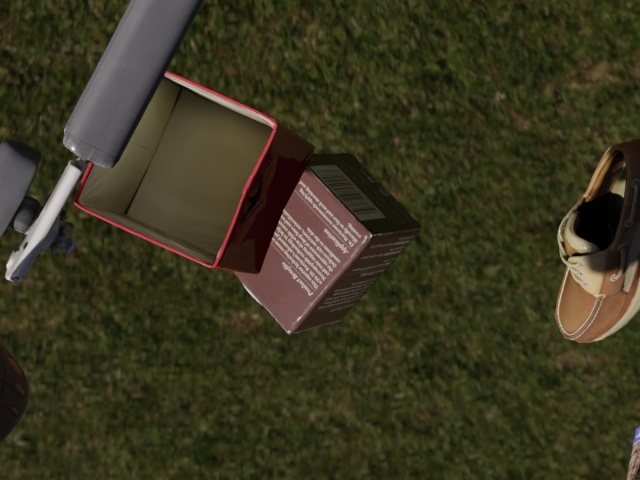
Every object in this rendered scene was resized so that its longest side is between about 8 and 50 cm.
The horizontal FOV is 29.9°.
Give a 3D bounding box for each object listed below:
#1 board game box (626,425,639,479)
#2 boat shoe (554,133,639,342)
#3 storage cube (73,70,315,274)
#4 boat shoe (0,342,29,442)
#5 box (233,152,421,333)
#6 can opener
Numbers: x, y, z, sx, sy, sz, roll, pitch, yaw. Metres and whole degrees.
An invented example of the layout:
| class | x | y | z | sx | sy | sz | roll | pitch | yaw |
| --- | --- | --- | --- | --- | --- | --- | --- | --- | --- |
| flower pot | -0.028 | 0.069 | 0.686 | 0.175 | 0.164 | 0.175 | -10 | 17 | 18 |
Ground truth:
| class | x | y | z | sx | sy | sz | roll | pitch | yaw |
| --- | --- | --- | --- | --- | --- | --- | --- | --- | --- |
| board game box | 0.452 | 0.317 | 1.342 | 0.141 | 0.291 | 0.232 | 28 | 142 | -6 |
| boat shoe | 0.344 | -0.007 | 1.455 | 0.119 | 0.123 | 0.324 | -2 | 133 | -21 |
| storage cube | -0.143 | -0.082 | 1.423 | 0.215 | 0.193 | 0.184 | 24 | 92 | 14 |
| boat shoe | -0.449 | 0.243 | 1.242 | 0.130 | 0.355 | 0.132 | -11 | 115 | 38 |
| box | 0.000 | 0.000 | 1.734 | 0.203 | 0.168 | 0.167 | -50 | 161 | 23 |
| can opener | -0.182 | -0.092 | 0.910 | 0.093 | 0.074 | 0.280 | 32 | 96 | -20 |
